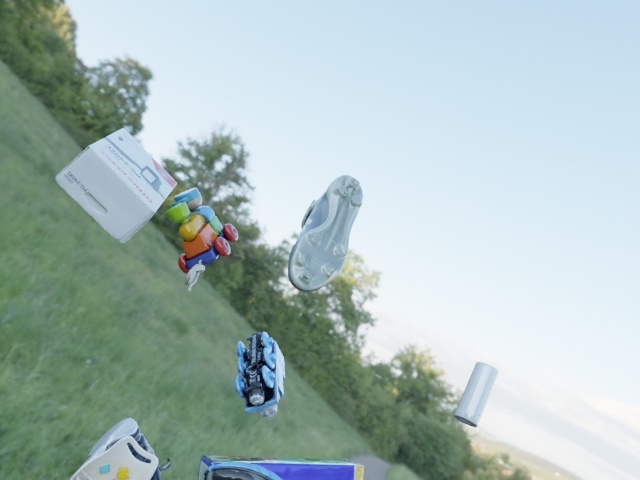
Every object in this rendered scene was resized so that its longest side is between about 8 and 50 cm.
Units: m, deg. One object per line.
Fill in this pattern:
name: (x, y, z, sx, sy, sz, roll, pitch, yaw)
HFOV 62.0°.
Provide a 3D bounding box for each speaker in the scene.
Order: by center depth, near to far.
speaker: (0.350, 0.342, 1.189, 0.055, 0.136, 0.055, 26, -20, 10)

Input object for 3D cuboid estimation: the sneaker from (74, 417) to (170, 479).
sneaker: (-0.381, 0.462, 0.934, 0.153, 0.269, 0.101, 46, -40, -11)

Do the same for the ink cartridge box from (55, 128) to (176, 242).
ink cartridge box: (-0.259, -0.077, 0.696, 0.109, 0.063, 0.150, 48, 10, -18)

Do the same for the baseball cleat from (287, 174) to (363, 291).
baseball cleat: (0.000, 0.000, 0.743, 0.072, 0.206, 0.109, 38, -37, -10)

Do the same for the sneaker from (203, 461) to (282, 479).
sneaker: (-0.053, 0.305, 0.546, 0.067, 0.078, 0.188, -34, -86, 35)

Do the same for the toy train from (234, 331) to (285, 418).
toy train: (-0.112, 0.257, 1.022, 0.184, 0.080, 0.105, -103, 169, -61)

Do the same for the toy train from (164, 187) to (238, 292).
toy train: (-0.256, -0.011, 1.045, 0.143, 0.105, 0.248, 62, 11, -16)

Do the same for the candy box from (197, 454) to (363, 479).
candy box: (-0.085, 0.569, 1.041, 0.317, 0.268, 0.122, 10, -15, -22)

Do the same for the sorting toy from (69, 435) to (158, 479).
sorting toy: (-0.238, 0.281, 0.641, 0.083, 0.075, 0.045, 38, -14, 5)
